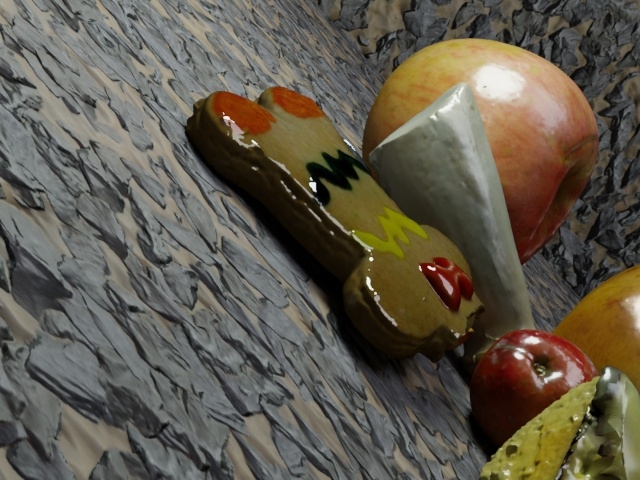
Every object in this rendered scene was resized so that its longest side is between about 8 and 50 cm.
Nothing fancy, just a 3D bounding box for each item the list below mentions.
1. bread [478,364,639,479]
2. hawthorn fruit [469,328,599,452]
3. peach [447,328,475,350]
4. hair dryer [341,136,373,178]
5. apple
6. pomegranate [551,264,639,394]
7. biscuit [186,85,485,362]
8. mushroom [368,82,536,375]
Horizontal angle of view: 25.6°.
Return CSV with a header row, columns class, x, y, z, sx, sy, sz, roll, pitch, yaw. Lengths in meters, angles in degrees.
class,x,y,z,sx,sy,sz,roll,pitch,yaw
bread,0.283,0.294,1.512,0.204,0.162,0.262,49,54,-11
hawthorn fruit,0.262,0.189,1.733,0.173,0.173,0.173,47,12,-14
peach,0.146,0.104,1.806,0.098,0.061,0.098,39,7,-6
hair dryer,-0.030,-0.121,1.871,0.195,0.075,0.219,46,18,15
apple,0.235,-0.135,2.149,0.364,0.364,0.364,47,12,-14
pomegranate,0.490,0.237,1.940,0.416,0.417,0.416,47,12,-14
biscuit,0.043,-0.035,1.672,0.394,0.076,0.368,48,20,7
mushroom,0.188,-0.011,1.900,0.154,0.137,0.407,-12,81,-31
